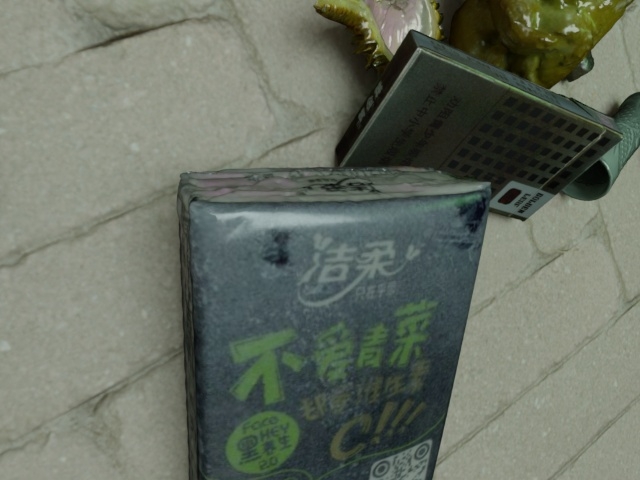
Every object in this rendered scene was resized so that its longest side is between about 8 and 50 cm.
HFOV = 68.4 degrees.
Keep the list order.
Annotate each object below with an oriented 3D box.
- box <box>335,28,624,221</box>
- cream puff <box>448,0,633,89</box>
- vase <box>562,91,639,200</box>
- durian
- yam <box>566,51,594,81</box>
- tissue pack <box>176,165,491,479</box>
[{"bbox_3d":[0.203,-0.125,0.604,0.324,0.180,0.047,12,49,-24],"label":"box"},{"bbox_3d":[0.279,-0.297,0.602,0.196,0.244,0.244,11,87,-10],"label":"cream puff"},{"bbox_3d":[0.480,-0.162,0.769,0.219,0.096,0.096,-38,105,-22],"label":"vase"},{"bbox_3d":[0.063,-0.265,0.576,0.224,0.078,0.141,-8,104,-40],"label":"durian"},{"bbox_3d":[0.361,-0.383,0.727,0.061,0.061,0.274,-34,105,-20],"label":"yam"},{"bbox_3d":[0.008,0.127,0.487,0.287,0.124,0.395,-6,113,-24],"label":"tissue pack"}]
